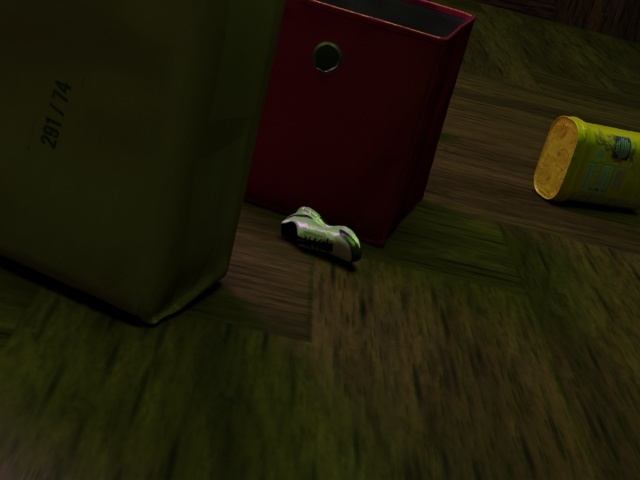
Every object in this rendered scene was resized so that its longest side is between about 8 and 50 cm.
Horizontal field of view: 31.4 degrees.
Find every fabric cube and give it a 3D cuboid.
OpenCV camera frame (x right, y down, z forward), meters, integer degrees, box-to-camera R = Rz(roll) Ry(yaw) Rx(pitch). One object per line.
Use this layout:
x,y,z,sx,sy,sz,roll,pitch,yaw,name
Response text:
0.022,-0.178,1.416,0.254,0.258,0.259,19,21,10,fabric cube

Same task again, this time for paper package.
-0.217,-0.138,1.051,0.309,0.325,0.168,21,20,18,paper package

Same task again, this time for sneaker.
0.000,0.000,1.261,0.043,0.040,0.109,-26,39,-37,sneaker

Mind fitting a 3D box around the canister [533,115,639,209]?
0.420,-0.113,1.714,0.169,0.126,0.073,7,21,-26,canister
